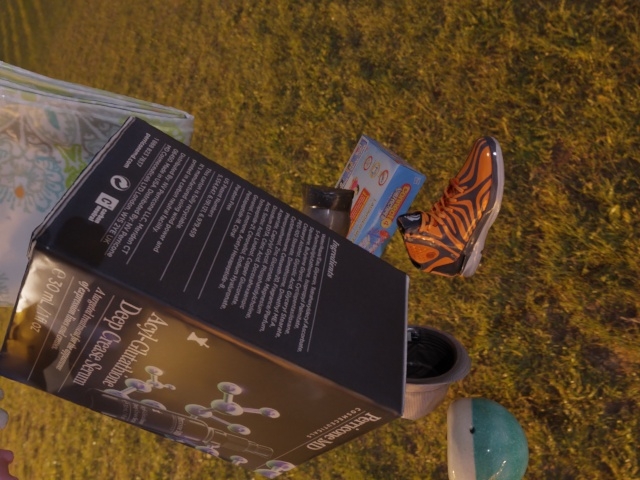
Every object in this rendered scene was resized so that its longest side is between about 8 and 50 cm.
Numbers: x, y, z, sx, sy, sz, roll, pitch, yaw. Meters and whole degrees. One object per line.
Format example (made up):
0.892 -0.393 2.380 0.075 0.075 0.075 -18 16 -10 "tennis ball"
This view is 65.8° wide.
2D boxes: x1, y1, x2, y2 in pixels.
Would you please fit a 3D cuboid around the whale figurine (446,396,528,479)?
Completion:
0.322 0.412 0.947 0.141 0.271 0.216 -6 47 19 "whale figurine"

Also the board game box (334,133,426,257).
0.121 -0.103 1.355 0.308 0.086 0.302 -62 23 18 "board game box"

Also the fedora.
0.194 0.288 1.059 0.244 0.275 0.124 1 106 11 "fedora"

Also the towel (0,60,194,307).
-0.380 -0.053 0.724 0.374 0.321 0.090 -68 29 24 "towel"

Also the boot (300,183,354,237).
0.000 0.000 1.012 0.118 0.338 0.222 7 97 5 "boot"

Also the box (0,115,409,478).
-0.136 0.099 0.619 0.293 0.396 0.211 -46 23 40 "box"

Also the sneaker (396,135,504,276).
0.259 -0.063 1.030 0.124 0.180 0.320 -91 7 -65 "sneaker"

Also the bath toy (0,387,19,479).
-0.453 0.285 0.580 0.151 0.129 0.348 -47 55 4 "bath toy"
